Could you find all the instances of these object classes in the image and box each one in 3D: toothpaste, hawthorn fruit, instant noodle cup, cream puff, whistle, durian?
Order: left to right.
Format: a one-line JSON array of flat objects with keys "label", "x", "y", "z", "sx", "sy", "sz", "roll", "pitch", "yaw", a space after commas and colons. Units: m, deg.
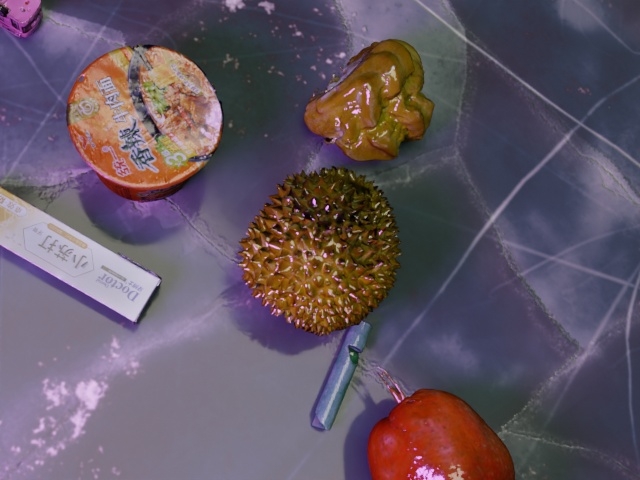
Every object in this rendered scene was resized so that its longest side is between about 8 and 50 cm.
[{"label": "toothpaste", "x": -0.401, "y": 0.019, "z": 1.434, "sx": 0.313, "sy": 0.071, "sz": 0.089, "roll": 31, "pitch": 76, "yaw": -4}, {"label": "instant noodle cup", "x": -0.276, "y": -0.165, "z": 1.445, "sx": 0.230, "sy": 0.182, "sz": 0.230, "roll": 3, "pitch": 75, "yaw": -11}, {"label": "durian", "x": 0.010, "y": 0.003, "z": 1.438, "sx": 0.258, "sy": 0.258, "sz": 0.293, "roll": 37, "pitch": 32, "yaw": -1}, {"label": "whistle", "x": 0.034, "y": 0.217, "z": 1.490, "sx": 0.039, "sy": 0.039, "sz": 0.186, "roll": 26, "pitch": 72, "yaw": -5}, {"label": "cream puff", "x": 0.102, "y": -0.230, "z": 1.553, "sx": 0.195, "sy": 0.195, "sz": 0.221, "roll": 40, "pitch": 76, "yaw": 0}, {"label": "hawthorn fruit", "x": 0.168, "y": 0.321, "z": 1.411, "sx": 0.211, "sy": 0.211, "sz": 0.299, "roll": -23, "pitch": 73, "yaw": -16}]

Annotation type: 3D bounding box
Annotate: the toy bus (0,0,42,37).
[{"label": "toy bus", "x": -0.551, "y": -0.411, "z": 1.498, "sx": 0.203, "sy": 0.090, "sz": 0.063, "roll": 32, "pitch": 72, "yaw": -2}]
